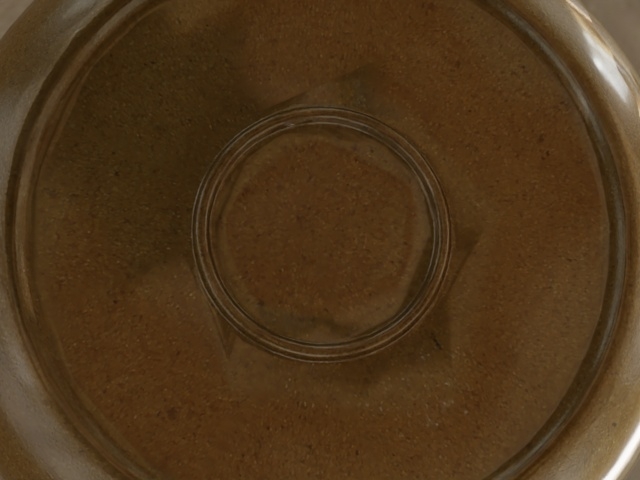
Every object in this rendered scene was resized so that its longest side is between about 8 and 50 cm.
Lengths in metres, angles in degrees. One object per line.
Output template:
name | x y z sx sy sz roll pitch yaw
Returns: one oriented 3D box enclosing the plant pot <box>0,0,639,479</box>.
plant pot | 0.000 0.000 0.593 0.236 0.032 0.236 1 79 -5
